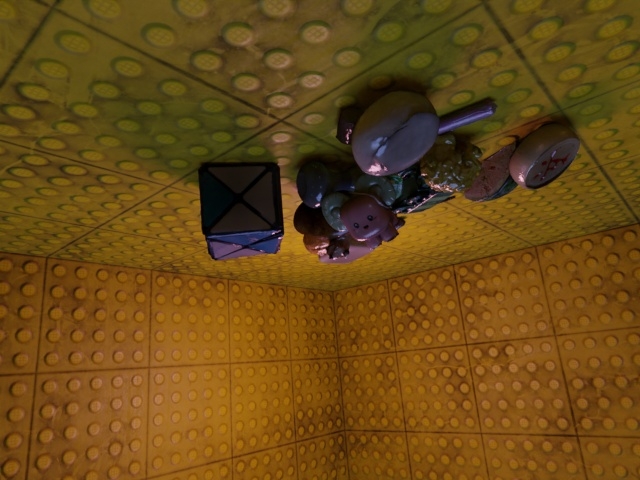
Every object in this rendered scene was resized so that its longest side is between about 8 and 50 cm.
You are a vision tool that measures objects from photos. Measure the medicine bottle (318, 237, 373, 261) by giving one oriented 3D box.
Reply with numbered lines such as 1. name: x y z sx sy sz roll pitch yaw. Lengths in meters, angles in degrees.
1. medicine bottle: 0.157 0.053 2.798 0.282 0.123 0.375 5 161 -25

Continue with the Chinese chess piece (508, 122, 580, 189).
1. Chinese chess piece: 0.807 -0.302 1.628 0.250 0.103 0.249 -20 143 -16

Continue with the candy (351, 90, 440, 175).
1. candy: 0.220 -0.324 1.360 0.295 0.185 0.295 -23 147 -16

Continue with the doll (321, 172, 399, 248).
1. doll: 0.165 -0.110 1.668 0.284 0.268 0.216 -28 -161 22

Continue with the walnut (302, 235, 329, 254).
1. walnut: 0.000 0.000 2.517 0.197 0.165 0.165 -8 164 1

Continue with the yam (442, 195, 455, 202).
1. yam: 0.628 -0.202 2.250 0.107 0.014 0.014 -19 159 41

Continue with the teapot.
1. teapot: 0.040 -0.226 1.752 0.251 0.183 0.183 -9 167 -24

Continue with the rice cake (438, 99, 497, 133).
1. rice cake: 0.441 -0.393 1.476 0.270 0.049 0.055 -14 148 32

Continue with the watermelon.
1. watermelon: 0.730 -0.274 1.835 0.224 0.180 0.305 -47 -176 -32

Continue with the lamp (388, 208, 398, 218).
1. lamp: 0.289 -0.164 2.153 0.089 0.090 0.325 -12 163 22

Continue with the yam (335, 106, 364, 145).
1. yam: 0.094 -0.365 1.430 0.084 0.084 0.127 -4 160 -4

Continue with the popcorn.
1. popcorn: 0.482 -0.281 1.641 0.235 0.216 0.181 -8 -169 -12

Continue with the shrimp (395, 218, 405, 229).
1. shrimp: 0.367 -0.062 2.515 0.233 0.090 0.079 -22 180 11

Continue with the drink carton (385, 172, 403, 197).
1. drink carton: 0.238 -0.250 1.694 0.146 0.142 0.144 4 147 6

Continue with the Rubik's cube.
1. Rubik's cube: -0.313 -0.109 1.774 0.307 0.310 0.305 -3 165 -13

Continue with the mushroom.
1. mushroom: 0.049 -0.080 1.930 0.345 0.259 0.345 -9 -160 3

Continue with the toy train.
1. toy train: 0.414 -0.217 1.908 0.238 0.167 0.299 -9 168 -23
